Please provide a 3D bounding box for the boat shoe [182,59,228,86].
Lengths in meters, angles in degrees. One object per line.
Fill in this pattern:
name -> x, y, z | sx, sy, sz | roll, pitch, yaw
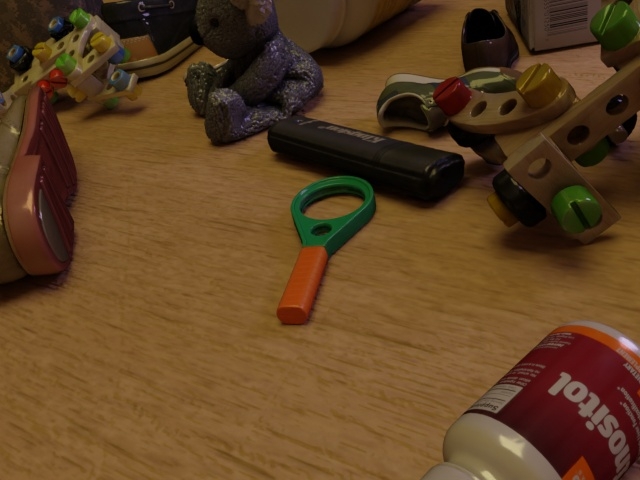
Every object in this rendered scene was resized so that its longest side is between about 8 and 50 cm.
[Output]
boat shoe -> -0.169, -0.279, 1.134 | 0.125, 0.038, 0.046 | -21, -8, -21

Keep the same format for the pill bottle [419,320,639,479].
pill bottle -> 0.129, 0.121, 0.392 | 0.152, 0.086, 0.086 | -34, 38, -27

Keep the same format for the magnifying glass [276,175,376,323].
magnifying glass -> 0.000, 0.000, 0.676 | 0.092, 0.026, 0.231 | -2, 33, 17

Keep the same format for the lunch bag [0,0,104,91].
lunch bag -> -0.585, -0.438, 1.335 | 0.287, 0.235, 0.169 | -8, 39, 7

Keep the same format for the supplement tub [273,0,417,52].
supplement tub -> 0.046, -0.489, 1.184 | 0.241, 0.241, 0.331 | 18, 44, 38

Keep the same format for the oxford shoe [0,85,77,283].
oxford shoe -> -0.395, -0.085, 0.829 | 0.146, 0.141, 0.397 | -17, 33, -7

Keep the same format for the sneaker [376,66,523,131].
sneaker -> 0.159, -0.167, 0.837 | 0.192, 0.064, 0.086 | 6, 45, 27

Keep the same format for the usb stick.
usb stick -> 0.044, -0.105, 0.792 | 0.077, 0.045, 0.278 | -31, 36, -33

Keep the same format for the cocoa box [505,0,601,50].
cocoa box -> 0.392, -0.493, 0.971 | 0.231, 0.347, 0.228 | -9, 33, 8

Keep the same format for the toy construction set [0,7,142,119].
toy construction set -> -0.470, -0.282, 1.164 | 0.327, 0.151, 0.215 | -18, 58, 6

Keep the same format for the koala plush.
koala plush -> -0.108, -0.291, 0.962 | 0.203, 0.221, 0.196 | -21, 34, -11

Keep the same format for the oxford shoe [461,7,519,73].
oxford shoe -> 0.243, -0.295, 0.962 | 0.082, 0.096, 0.227 | -6, 32, 15

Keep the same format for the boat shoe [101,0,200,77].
boat shoe -> -0.304, -0.499, 1.403 | 0.186, 0.156, 0.500 | -2, 34, 19

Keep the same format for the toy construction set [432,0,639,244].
toy construction set -> 0.227, -0.148, 0.587 | 0.257, 0.309, 0.237 | -14, 37, 13
